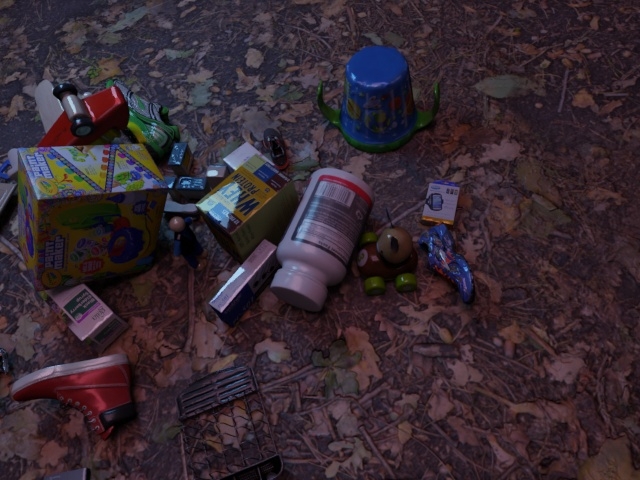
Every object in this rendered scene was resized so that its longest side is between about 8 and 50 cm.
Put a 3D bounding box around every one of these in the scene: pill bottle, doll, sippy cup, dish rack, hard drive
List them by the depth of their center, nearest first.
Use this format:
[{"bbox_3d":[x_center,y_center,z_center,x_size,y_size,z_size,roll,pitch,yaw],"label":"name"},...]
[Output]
[{"bbox_3d":[-0.534,0.555,1.052,0.094,0.022,0.135,-12,58,1],"label":"hard drive"},{"bbox_3d":[-0.204,0.402,1.069,0.208,0.074,0.271,-20,59,-5],"label":"dish rack"},{"bbox_3d":[0.000,0.000,1.214,0.176,0.176,0.318,17,67,17],"label":"pill bottle"},{"bbox_3d":[-0.333,-0.001,1.258,0.046,0.189,0.129,3,60,9],"label":"doll"},{"bbox_3d":[0.159,-0.405,1.410,0.305,0.224,0.240,-26,59,-7],"label":"sippy cup"}]

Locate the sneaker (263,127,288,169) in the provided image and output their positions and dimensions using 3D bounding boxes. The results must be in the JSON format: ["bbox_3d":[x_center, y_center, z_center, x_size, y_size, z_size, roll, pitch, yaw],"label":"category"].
[{"bbox_3d":[-0.131,-0.282,1.469,0.061,0.065,0.158,-22,59,-5],"label":"sneaker"}]

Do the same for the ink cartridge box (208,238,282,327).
[{"bbox_3d":[-0.175,0.104,1.228,0.046,0.097,0.207,30,67,23],"label":"ink cartridge box"}]

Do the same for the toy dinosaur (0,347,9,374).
[{"bbox_3d":[-0.873,0.292,1.213,0.218,0.164,0.322,-18,39,-20],"label":"toy dinosaur"}]

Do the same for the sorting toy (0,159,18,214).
[{"bbox_3d":[-1.004,-0.090,1.491,0.196,0.047,0.347,4,60,15],"label":"sorting toy"}]

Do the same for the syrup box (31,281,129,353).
[{"bbox_3d":[-0.596,0.163,1.252,0.237,0.096,0.093,34,69,25],"label":"syrup box"}]

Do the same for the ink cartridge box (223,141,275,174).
[{"bbox_3d":[-0.184,-0.186,1.404,0.090,0.092,0.143,-41,63,-16],"label":"ink cartridge box"}]

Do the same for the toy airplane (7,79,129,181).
[{"bbox_3d":[-0.697,-0.256,1.452,0.384,0.272,0.386,13,98,27],"label":"toy airplane"}]

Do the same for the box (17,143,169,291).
[{"bbox_3d":[-0.550,-0.060,1.207,0.279,0.290,0.177,-12,52,-38],"label":"box"}]

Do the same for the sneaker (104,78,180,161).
[{"bbox_3d":[-0.554,-0.384,1.568,0.146,0.134,0.343,-33,69,-19],"label":"sneaker"}]

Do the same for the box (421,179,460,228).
[{"bbox_3d":[0.316,-0.097,1.320,0.081,0.028,0.136,11,59,14],"label":"box"}]

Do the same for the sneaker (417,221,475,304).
[{"bbox_3d":[0.303,0.062,1.207,0.087,0.083,0.221,-26,53,8],"label":"sneaker"}]

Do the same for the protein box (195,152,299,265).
[{"bbox_3d":[-0.168,-0.065,1.267,0.136,0.200,0.201,38,71,26],"label":"protein box"}]

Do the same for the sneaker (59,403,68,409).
[{"bbox_3d":[-0.575,0.353,1.171,0.031,0.035,0.083,28,65,24],"label":"sneaker"}]

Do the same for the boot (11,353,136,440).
[{"bbox_3d":[-0.538,0.362,1.105,0.244,0.088,0.176,-10,68,-17],"label":"boot"}]

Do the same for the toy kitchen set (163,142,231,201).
[{"bbox_3d":[-0.336,-0.209,1.421,0.207,0.122,0.166,3,60,9],"label":"toy kitchen set"}]

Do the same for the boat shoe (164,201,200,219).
[{"bbox_3d":[-0.394,-0.081,1.403,0.125,0.038,0.046,3,41,9],"label":"boat shoe"}]

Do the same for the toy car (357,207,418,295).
[{"bbox_3d":[0.156,0.016,1.179,0.149,0.188,0.155,-7,59,4],"label":"toy car"}]
